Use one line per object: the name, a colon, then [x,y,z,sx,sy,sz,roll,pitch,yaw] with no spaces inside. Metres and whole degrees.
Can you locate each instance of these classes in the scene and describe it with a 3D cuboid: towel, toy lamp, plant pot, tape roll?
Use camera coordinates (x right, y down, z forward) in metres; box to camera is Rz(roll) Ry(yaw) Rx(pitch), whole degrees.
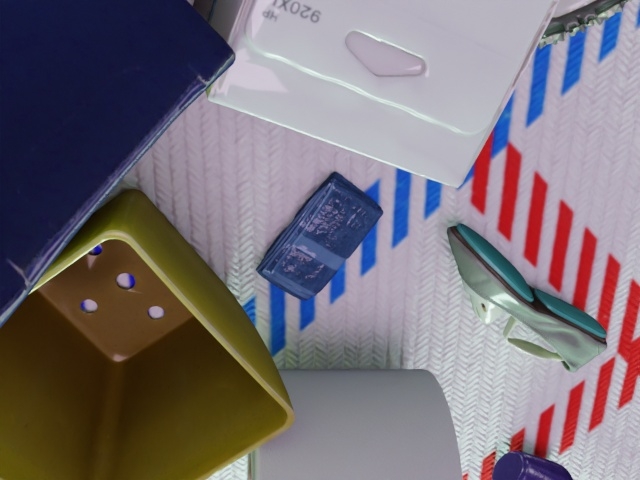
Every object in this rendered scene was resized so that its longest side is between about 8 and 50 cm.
towel: [0.000,0.000,0.712,0.067,0.029,0.119,33,107,-20]
toy lamp: [0.302,0.321,0.868,0.274,0.080,0.080,35,106,-22]
plant pot: [-0.172,0.079,0.639,0.212,0.187,0.212,-34,117,9]
tape roll: [0.018,0.241,0.707,0.169,0.246,0.246,0,115,-7]

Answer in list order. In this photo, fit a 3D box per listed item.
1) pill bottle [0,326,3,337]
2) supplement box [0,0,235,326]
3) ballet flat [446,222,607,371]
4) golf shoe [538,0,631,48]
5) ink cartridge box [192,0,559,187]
pill bottle: [-0.344,0.062,0.659,0.108,0.108,0.194,-24,114,5]
supplement box: [-0.245,-0.062,0.455,0.195,0.356,0.194,45,62,-20]
ballet flat: [0.188,0.065,0.741,0.213,0.072,0.068,33,111,-20]
golf shoe: [0.238,-0.250,0.599,0.272,0.105,0.120,-35,96,5]
ink cartridge box: [0.022,-0.172,0.513,0.171,0.233,0.168,16,112,-21]
